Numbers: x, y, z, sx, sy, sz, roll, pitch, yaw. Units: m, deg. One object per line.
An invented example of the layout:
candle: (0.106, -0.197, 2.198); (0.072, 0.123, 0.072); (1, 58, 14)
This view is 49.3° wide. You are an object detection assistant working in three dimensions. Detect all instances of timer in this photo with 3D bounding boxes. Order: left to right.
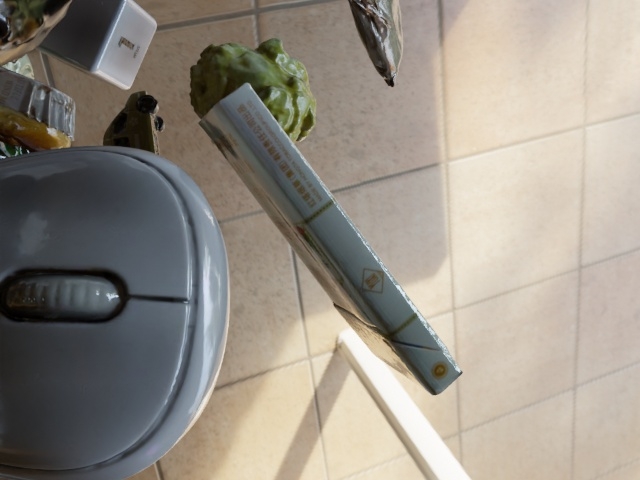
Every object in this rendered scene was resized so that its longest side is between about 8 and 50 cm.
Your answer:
timer: (-0.529, -0.488, 1.626); (0.192, 0.195, 0.194); (25, 93, 8)

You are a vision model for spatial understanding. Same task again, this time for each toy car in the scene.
toy car: (-0.368, -0.168, 1.384); (0.124, 0.101, 0.256); (-9, 71, -7)

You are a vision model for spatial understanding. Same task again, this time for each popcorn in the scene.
popcorn: (-0.125, -0.266, 1.293); (0.256, 0.255, 0.195); (27, 132, 7)

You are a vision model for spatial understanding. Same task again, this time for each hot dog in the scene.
hot dog: (-0.351, -0.145, 0.640); (0.253, 0.131, 0.069); (20, 88, -19)

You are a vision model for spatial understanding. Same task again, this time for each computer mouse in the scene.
computer mouse: (-0.193, 0.037, 0.397); (0.121, 0.297, 0.184); (25, 68, -53)

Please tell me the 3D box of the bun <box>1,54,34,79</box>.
bun: (-0.720, -0.354, 1.529); (0.145, 0.229, 0.229); (20, 102, -6)

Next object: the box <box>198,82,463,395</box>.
box: (0.001, -0.001, 0.464); (0.032, 0.122, 0.220); (-39, 102, -9)

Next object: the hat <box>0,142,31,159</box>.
hat: (-0.507, -0.067, 0.822); (0.332, 0.274, 0.242); (21, 111, 15)

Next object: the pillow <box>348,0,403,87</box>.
pillow: (0.077, -0.374, 1.044); (0.270, 0.067, 0.173); (49, 41, -62)

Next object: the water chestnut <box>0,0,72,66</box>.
water chestnut: (-0.474, -0.380, 0.926); (0.335, 0.347, 0.335); (-38, 143, -36)
